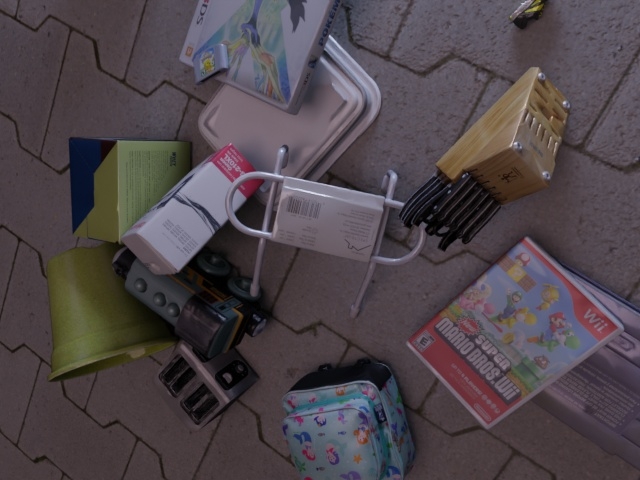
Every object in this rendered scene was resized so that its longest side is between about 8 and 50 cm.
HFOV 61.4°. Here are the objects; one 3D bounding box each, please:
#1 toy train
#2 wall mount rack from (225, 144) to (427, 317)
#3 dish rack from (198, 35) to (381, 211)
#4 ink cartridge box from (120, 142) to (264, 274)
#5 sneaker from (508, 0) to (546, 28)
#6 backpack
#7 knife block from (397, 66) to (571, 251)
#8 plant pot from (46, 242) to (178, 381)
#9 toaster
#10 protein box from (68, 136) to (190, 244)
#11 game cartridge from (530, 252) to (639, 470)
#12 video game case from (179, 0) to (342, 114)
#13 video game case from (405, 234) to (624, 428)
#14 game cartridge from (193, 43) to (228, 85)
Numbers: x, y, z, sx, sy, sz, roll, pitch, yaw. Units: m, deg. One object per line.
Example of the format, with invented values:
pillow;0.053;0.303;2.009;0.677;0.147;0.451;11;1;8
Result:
toy train;-0.270;0.102;1.116;0.334;0.190;0.142;34;111;15
wall mount rack;0.000;0.000;0.980;0.350;0.130;0.304;13;102;-2
dish rack;-0.081;-0.244;1.033;0.285;0.072;0.333;48;116;8
ink cartridge box;-0.240;-0.054;1.003;0.100;0.237;0.172;48;156;-18
sneaker;0.339;-0.367;0.845;0.083;0.031;0.035;-36;98;30
backpack;0.058;0.384;1.035;0.225;0.191;0.253;-16;98;25
knife block;0.247;-0.117;0.858;0.088;0.275;0.242;40;147;-19
plant pot;-0.487;0.149;1.206;0.276;0.276;0.253;-24;78;26
toaster;-0.263;0.308;1.198;0.168;0.110;0.185;49;115;9
protein box;-0.388;-0.111;1.118;0.136;0.201;0.199;9;103;26
game cartridge;0.439;0.194;0.891;0.355;0.068;0.230;35;116;15
video game case;-0.104;-0.416;0.959;0.329;0.036;0.299;32;106;34
video game case;0.310;0.158;0.898;0.204;0.025;0.285;46;114;10
game cartridge;-0.204;-0.327;0.997;0.083;0.017;0.056;-15;74;36
